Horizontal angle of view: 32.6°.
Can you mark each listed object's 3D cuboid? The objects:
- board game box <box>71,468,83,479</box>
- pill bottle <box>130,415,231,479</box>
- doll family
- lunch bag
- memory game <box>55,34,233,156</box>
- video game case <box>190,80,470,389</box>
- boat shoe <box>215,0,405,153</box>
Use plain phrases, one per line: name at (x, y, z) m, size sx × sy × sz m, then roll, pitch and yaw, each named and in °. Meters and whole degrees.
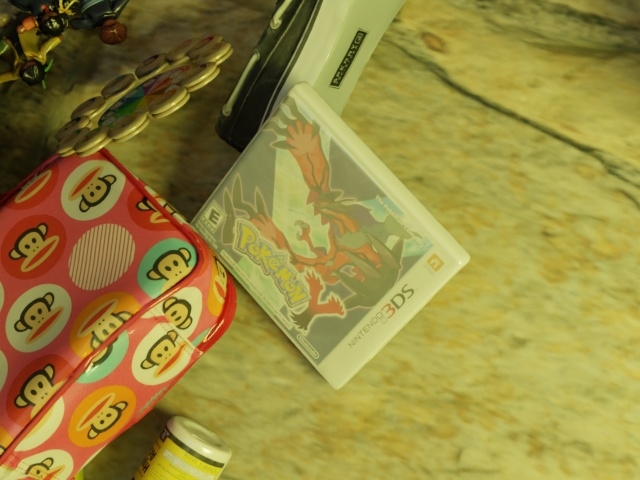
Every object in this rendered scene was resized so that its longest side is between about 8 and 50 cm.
board game box at (-0.270, 0.204, 1.009) m, size 0.092 × 0.043 × 0.181 m, roll -8°, pitch 79°, yaw 15°
pill bottle at (-0.133, 0.218, 0.958) m, size 0.065 × 0.065 × 0.116 m, roll 32°, pitch 91°, yaw 18°
doll family at (-0.266, -0.206, 1.053) m, size 0.193 × 0.076 × 0.111 m, roll -37°, pitch 55°, yaw 12°
lunch bag at (-0.247, 0.060, 0.950) m, size 0.293 × 0.120 × 0.258 m, roll -43°, pitch 57°, yaw -7°
memory game at (-0.160, -0.132, 0.976) m, size 0.186 × 0.186 × 0.012 m, roll -27°, pitch 115°, yaw 10°
video game case at (0.000, 0.000, 0.921) m, size 0.201 × 0.023 × 0.183 m, roll 48°, pitch 125°, yaw 10°
boat shoe at (0.003, -0.209, 0.965) m, size 0.105 × 0.113 × 0.306 m, roll 33°, pitch 107°, yaw 23°
